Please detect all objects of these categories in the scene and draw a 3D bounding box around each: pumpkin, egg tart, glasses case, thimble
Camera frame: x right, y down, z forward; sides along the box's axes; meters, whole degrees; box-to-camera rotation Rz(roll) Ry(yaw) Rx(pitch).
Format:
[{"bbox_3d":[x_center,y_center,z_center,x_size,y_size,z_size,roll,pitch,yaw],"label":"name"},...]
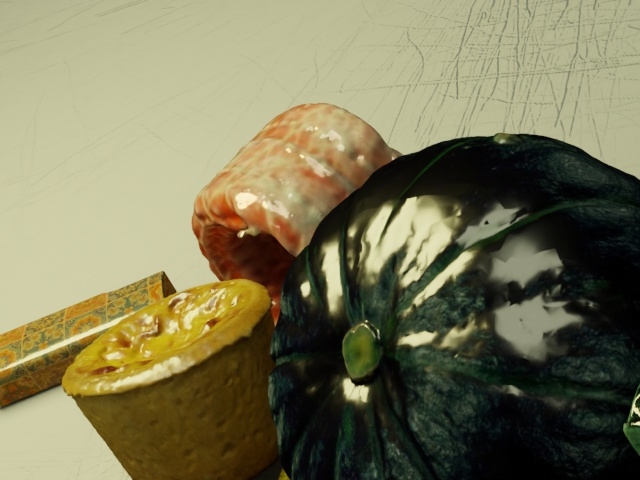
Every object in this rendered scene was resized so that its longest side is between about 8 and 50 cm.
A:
[{"bbox_3d":[0.128,0.102,0.945,0.363,0.266,0.364,-16,68,45],"label":"pumpkin"},{"bbox_3d":[-0.111,0.139,1.146,0.202,0.147,0.202,-22,15,6],"label":"egg tart"},{"bbox_3d":[-0.260,0.103,1.379,0.218,0.049,0.075,-22,39,5],"label":"glasses case"},{"bbox_3d":[0.000,0.000,1.215,0.162,0.239,0.239,-44,42,-22],"label":"thimble"}]

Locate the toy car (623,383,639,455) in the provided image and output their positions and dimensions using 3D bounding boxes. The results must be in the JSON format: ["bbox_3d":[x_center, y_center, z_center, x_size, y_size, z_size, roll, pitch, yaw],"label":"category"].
[{"bbox_3d":[0.302,0.174,0.789,0.097,0.321,0.141,-17,30,54],"label":"toy car"}]

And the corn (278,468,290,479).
[{"bbox_3d":[0.000,0.215,1.099,0.085,0.063,0.165,-31,29,34],"label":"corn"}]
